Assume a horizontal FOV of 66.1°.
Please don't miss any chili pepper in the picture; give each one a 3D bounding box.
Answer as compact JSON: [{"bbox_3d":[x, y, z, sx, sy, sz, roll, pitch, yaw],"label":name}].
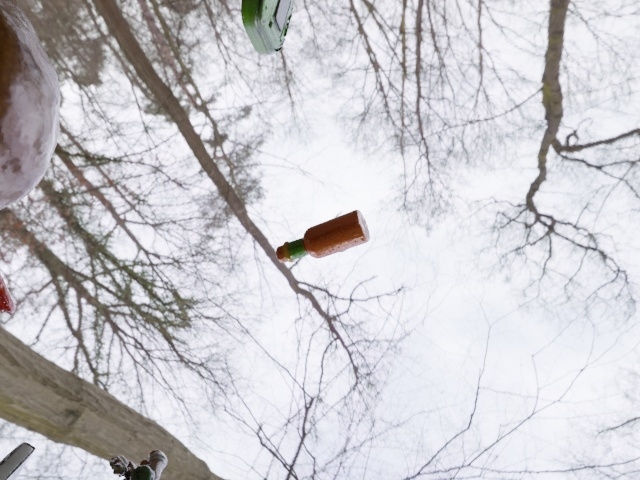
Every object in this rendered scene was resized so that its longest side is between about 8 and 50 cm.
[{"bbox_3d":[-0.639,0.072,0.941,0.088,0.169,0.065,-23,-165,8],"label":"chili pepper"}]

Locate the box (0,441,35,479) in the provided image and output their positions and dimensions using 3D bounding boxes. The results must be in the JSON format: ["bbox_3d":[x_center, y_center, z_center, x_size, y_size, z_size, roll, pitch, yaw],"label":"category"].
[{"bbox_3d":[-0.664,0.511,1.001,0.036,0.115,0.177,35,-76,-4],"label":"box"}]

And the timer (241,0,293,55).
[{"bbox_3d":[-0.082,-0.381,0.795,0.047,0.128,0.140,11,-103,13],"label":"timer"}]

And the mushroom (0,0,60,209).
[{"bbox_3d":[-0.475,-0.178,0.525,0.345,0.345,0.259,-41,-149,-19],"label":"mushroom"}]

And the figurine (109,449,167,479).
[{"bbox_3d":[-0.281,0.371,0.699,0.147,0.093,0.197,-49,-165,8],"label":"figurine"}]

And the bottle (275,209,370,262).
[{"bbox_3d":[0.000,0.000,0.950,0.187,0.069,0.069,-18,-129,19],"label":"bottle"}]
